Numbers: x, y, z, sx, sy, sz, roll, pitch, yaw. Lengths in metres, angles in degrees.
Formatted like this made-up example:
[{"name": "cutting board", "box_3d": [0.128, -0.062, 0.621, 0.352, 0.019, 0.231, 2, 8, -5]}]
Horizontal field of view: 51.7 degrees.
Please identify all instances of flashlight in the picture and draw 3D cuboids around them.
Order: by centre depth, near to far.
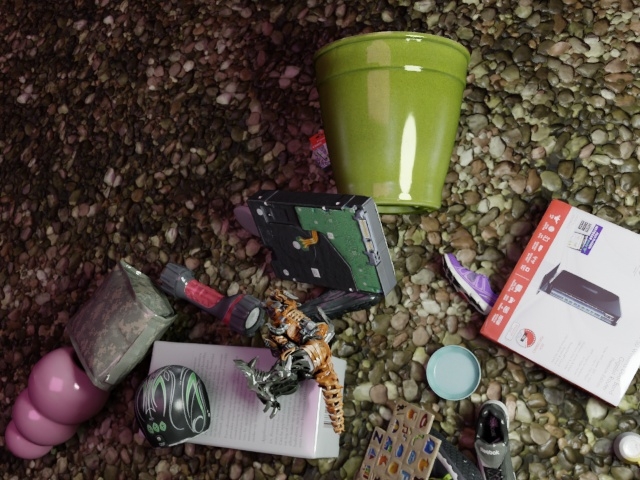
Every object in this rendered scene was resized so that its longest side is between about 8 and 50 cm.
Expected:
[{"name": "flashlight", "box_3d": [-0.283, 0.142, 1.701, 0.304, 0.103, 0.103, 25, 86, 26]}]

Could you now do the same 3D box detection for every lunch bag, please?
[{"name": "lunch bag", "box_3d": [-0.498, 0.225, 1.685, 0.235, 0.169, 0.287, -50, 35, 2]}]

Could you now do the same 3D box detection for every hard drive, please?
[{"name": "hard drive", "box_3d": [0.000, 0.000, 1.527, 0.338, 0.237, 0.064, 7, 38, 40]}]

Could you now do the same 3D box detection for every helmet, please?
[{"name": "helmet", "box_3d": [-0.327, 0.357, 1.450, 0.169, 0.169, 0.162, -17, 86, 17]}]

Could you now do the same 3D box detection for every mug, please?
[{"name": "mug", "box_3d": [0.610, 0.407, 1.279, 0.078, 0.064, 0.062, 28, 85, 26]}]

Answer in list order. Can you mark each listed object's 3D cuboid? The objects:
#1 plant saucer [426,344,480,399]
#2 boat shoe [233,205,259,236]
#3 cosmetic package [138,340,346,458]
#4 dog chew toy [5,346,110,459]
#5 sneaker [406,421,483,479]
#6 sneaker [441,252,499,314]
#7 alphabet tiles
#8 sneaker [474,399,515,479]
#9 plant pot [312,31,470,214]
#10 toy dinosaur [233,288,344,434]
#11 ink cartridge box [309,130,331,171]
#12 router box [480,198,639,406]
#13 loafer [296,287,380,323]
[{"name": "plant saucer", "box_3d": [0.296, 0.294, 1.465, 0.119, 0.021, 0.119, -6, 72, 20]}, {"name": "boat shoe", "box_3d": [-0.129, -0.048, 1.721, 0.219, 0.078, 0.070, 22, 49, 30]}, {"name": "cosmetic package", "box_3d": [-0.182, 0.371, 1.557, 0.453, 0.161, 0.230, 1, 74, 22]}, {"name": "dog chew toy", "box_3d": [-0.703, 0.440, 1.736, 0.206, 0.206, 0.332, 44, 101, 27]}, {"name": "sneaker", "box_3d": [0.245, 0.472, 1.378, 0.097, 0.084, 0.234, -62, 32, 8]}, {"name": "sneaker", "box_3d": [0.340, 0.092, 1.497, 0.071, 0.068, 0.170, -34, 67, -13]}, {"name": "alphabet tiles", "box_3d": [0.165, 0.467, 1.411, 0.198, 0.009, 0.237, 11, 78, 58]}, {"name": "sneaker", "box_3d": [0.351, 0.444, 1.349, 0.078, 0.106, 0.234, -7, 72, 21]}, {"name": "plant pot", "box_3d": [0.162, -0.243, 1.531, 0.366, 0.366, 0.353, -1, 86, 22]}, {"name": "toy dinosaur", "box_3d": [-0.052, 0.251, 1.378, 0.218, 0.164, 0.322, -31, 41, -8]}, {"name": "ink cartridge box", "box_3d": [0.011, -0.243, 1.740, 0.062, 0.029, 0.115, -29, 66, 12]}, {"name": "router box", "box_3d": [0.550, 0.124, 1.380, 0.301, 0.082, 0.336, 28, 86, 27]}, {"name": "loafer", "box_3d": [0.034, 0.143, 1.592, 0.223, 0.076, 0.078, -18, 63, 11]}]
